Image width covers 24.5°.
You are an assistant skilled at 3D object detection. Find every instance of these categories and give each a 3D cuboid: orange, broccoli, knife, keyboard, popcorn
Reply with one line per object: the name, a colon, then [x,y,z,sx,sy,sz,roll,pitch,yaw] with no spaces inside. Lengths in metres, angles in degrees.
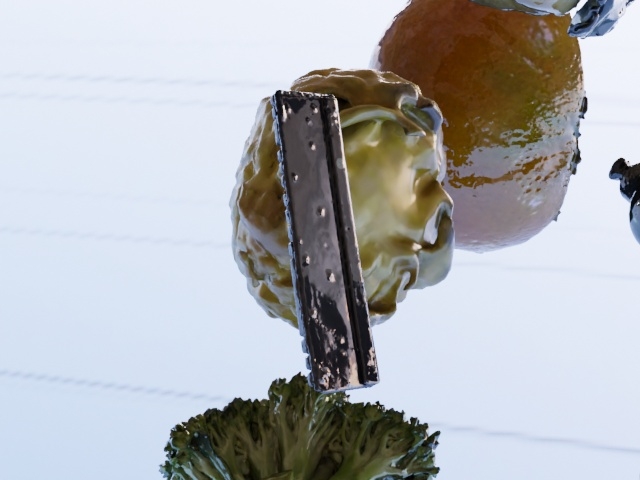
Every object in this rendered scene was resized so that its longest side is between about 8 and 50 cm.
orange: [0.170,-0.153,1.644,0.274,0.274,0.310,30,-91,39]
broccoli: [-0.053,0.271,1.271,0.252,0.221,0.361,-14,-168,30]
knife: [0.224,-0.180,1.108,0.026,0.044,0.296,40,-157,7]
keyboard: [-0.001,0.000,1.119,0.023,0.231,0.072,-14,172,41]
popcorn: [0.022,-0.030,1.359,0.250,0.250,0.190,-32,-146,-33]

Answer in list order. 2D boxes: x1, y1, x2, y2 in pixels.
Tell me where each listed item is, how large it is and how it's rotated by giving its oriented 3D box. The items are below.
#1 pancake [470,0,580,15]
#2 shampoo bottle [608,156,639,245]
pancake: [0.062,-0.212,1.047,0.282,0.049,0.282,17,-171,-3]
shampoo bottle: [0.362,-0.009,1.387,0.101,0.101,0.284,-17,-148,-16]
